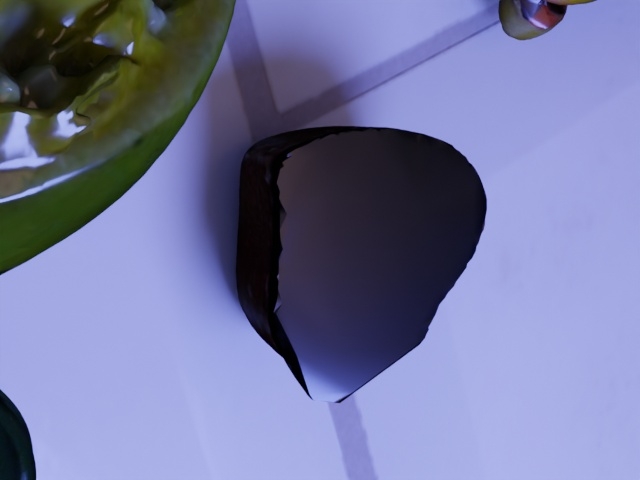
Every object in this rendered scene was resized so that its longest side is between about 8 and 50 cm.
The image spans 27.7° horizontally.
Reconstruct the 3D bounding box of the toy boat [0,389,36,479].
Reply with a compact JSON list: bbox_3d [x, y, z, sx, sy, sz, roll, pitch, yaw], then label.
[{"bbox_3d":[-0.197,0.085,0.514,0.210,0.052,0.104,25,77,-44],"label":"toy boat"}]

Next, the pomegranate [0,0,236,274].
[{"bbox_3d":[-0.158,-0.131,0.408,0.260,0.260,0.341,26,49,-42],"label":"pomegranate"}]

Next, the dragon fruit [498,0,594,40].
[{"bbox_3d":[0.254,-0.233,0.769,0.307,0.243,0.227,-29,97,-40],"label":"dragon fruit"}]

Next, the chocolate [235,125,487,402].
[{"bbox_3d":[0.000,0.000,0.671,0.125,0.080,0.149,38,77,-28],"label":"chocolate"}]
